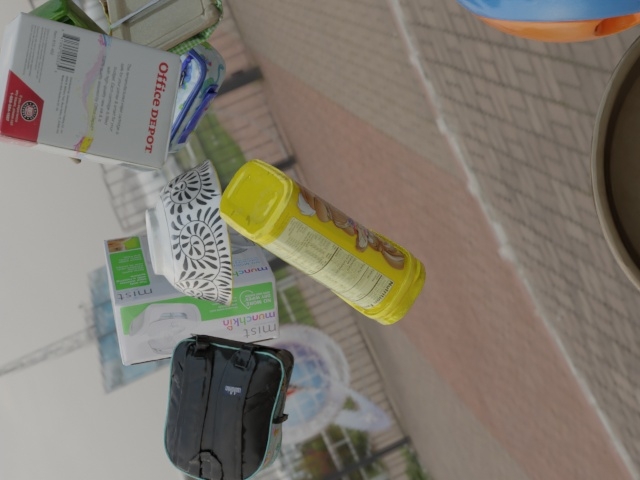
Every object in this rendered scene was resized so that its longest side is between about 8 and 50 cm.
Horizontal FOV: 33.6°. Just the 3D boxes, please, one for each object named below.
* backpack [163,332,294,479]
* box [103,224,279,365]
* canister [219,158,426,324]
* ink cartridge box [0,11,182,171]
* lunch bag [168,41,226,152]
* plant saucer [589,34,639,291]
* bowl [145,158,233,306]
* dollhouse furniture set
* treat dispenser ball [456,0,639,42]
[{"bbox_3d":[-0.124,0.229,1.432,0.144,0.165,0.188,36,-117,-79],"label":"backpack"},{"bbox_3d":[-0.221,0.084,1.787,0.231,0.262,0.127,-119,23,-60],"label":"box"},{"bbox_3d":[0.000,0.000,0.983,0.170,0.073,0.126,33,180,-32],"label":"canister"},{"bbox_3d":[-0.246,-0.150,1.111,0.072,0.175,0.127,-1,79,62],"label":"ink cartridge box"},{"bbox_3d":[-0.269,-0.262,1.804,0.176,0.219,0.090,44,-149,14],"label":"lunch bag"},{"bbox_3d":[0.335,-0.056,0.798,0.041,0.277,0.278,171,75,-87],"label":"plant saucer"},{"bbox_3d":[-0.153,-0.004,1.194,0.170,0.080,0.170,173,90,-77],"label":"bowl"},{"bbox_3d":[-0.233,-0.245,1.377,0.151,0.301,0.198,48,-159,-49],"label":"dollhouse furniture set"},{"bbox_3d":[0.219,-0.321,0.937,0.288,0.288,0.288,156,90,-84],"label":"treat dispenser ball"}]
